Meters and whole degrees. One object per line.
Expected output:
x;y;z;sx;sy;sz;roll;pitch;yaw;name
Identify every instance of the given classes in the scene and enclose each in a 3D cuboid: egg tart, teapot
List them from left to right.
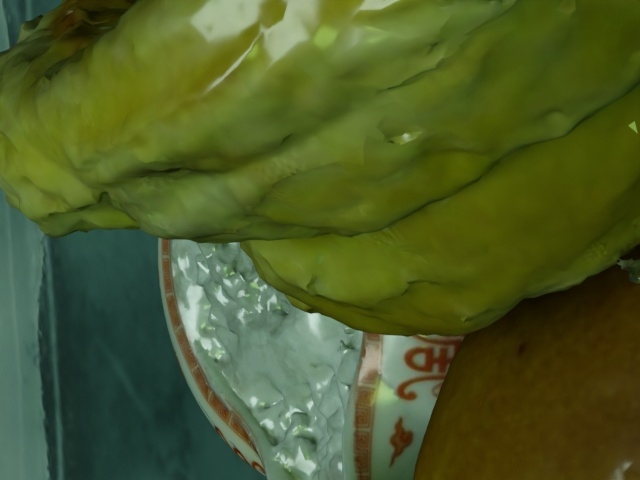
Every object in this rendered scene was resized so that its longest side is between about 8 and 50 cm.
0.000;0.000;0.671;0.245;0.116;0.159;61;146;20;teapot
0.055;-0.070;0.504;0.319;0.319;0.128;-21;106;47;egg tart

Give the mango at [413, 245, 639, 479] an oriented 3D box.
0.148;0.061;0.482;0.287;0.152;0.201;-12;63;42;mango
